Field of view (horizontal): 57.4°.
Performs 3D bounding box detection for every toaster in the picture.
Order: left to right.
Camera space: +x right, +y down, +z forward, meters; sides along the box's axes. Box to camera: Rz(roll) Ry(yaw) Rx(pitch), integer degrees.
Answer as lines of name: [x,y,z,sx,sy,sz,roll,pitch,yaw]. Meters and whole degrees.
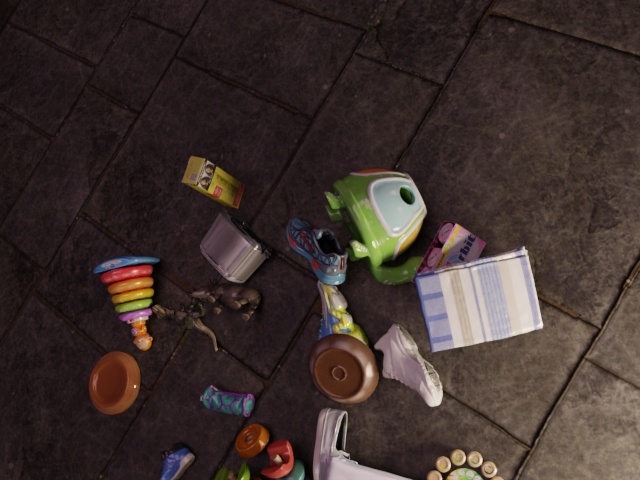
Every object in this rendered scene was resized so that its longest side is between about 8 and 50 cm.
toaster: [-0.253,0.026,1.757,0.227,0.129,0.146,43,98,25]

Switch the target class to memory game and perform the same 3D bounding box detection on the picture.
memory game: [0.341,0.590,1.379,0.186,0.012,0.186,-3,73,9]

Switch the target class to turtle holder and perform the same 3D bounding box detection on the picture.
turtle holder: [0.165,-0.045,1.534,0.227,0.243,0.320,-26,61,-4]

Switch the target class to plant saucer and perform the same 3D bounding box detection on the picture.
plant saucer: [-0.664,0.453,1.863,0.200,0.037,0.200,-7,72,22]
plant saucer: [0.053,0.345,1.540,0.199,0.036,0.198,4,102,21]

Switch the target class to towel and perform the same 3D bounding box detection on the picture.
towel: [0.386,0.146,1.429,0.285,0.034,0.209,-14,93,4]

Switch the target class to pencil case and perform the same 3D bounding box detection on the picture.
pencil case: [-0.265,0.458,1.672,0.152,0.064,0.070,4,102,24]

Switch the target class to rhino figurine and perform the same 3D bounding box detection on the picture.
rhino figurine: [-0.288,0.168,1.751,0.243,0.106,0.073,10,121,27]

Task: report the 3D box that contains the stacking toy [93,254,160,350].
stacking toy: [-0.593,0.203,1.858,0.175,0.166,0.301,-14,85,15]

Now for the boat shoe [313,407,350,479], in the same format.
boat shoe: [0.034,0.550,1.508,0.081,0.079,0.227,-6,70,26]

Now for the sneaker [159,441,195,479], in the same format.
sneaker: [-0.441,0.656,1.694,0.084,0.058,0.152,39,88,22]

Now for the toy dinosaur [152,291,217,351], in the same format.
toy dinosaur: [-0.397,0.230,1.798,0.268,0.064,0.118,23,100,27]

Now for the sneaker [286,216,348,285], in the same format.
sneaker: [0.000,0.000,1.632,0.262,0.104,0.125,47,137,34]

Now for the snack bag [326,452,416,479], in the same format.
snack bag: [0.143,0.724,1.400,0.323,0.037,0.342,11,80,13]

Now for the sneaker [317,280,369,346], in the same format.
sneaker: [0.026,0.223,1.599,0.126,0.091,0.240,-36,65,11]

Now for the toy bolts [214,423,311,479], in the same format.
toy bolts: [-0.130,0.615,1.560,0.228,0.158,0.218,-20,28,28]

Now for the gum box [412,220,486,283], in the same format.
gum box: [0.327,0.059,1.498,0.188,0.107,0.062,-61,21,-2]

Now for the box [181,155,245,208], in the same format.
box: [-0.321,-0.173,1.781,0.058,0.232,0.087,14,80,26]

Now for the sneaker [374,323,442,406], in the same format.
sneaker: [0.220,0.334,1.495,0.115,0.090,0.232,-42,54,15]
